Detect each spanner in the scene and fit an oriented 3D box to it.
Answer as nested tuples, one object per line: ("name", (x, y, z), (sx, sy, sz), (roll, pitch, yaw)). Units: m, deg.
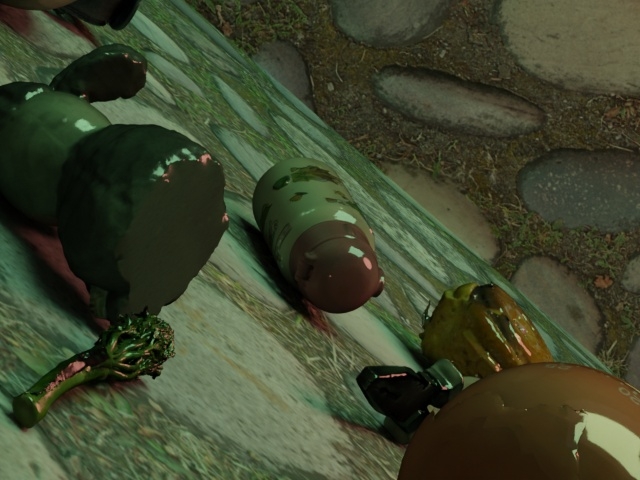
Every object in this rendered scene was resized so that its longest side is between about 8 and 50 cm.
("spanner", (0.118, 0.167, 1.498), (0.040, 0.095, 0.325), (47, 10, 31))

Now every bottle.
("bottle", (0.000, 0.000, 1.717), (0.120, 0.120, 0.253), (37, 11, -27))

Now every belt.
("belt", (-0.358, -0.386, 2.034), (0.267, 0.116, 0.206), (40, 12, 6))

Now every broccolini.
("broccolini", (-0.145, 0.085, 0.978), (0.239, 0.051, 0.054), (-33, 120, -79))

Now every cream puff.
("cream puff", (0.207, 0.140, 1.884), (0.189, 0.129, 0.189), (47, 13, -14))

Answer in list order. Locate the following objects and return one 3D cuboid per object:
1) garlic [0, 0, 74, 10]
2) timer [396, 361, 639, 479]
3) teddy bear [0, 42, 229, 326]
("garlic", (-0.346, -0.432, 1.767), (0.317, 0.259, 0.317), (161, -90, -78))
("timer", (0.175, 0.207, 1.144), (0.229, 0.229, 0.215), (46, 19, 23))
("teddy bear", (-0.171, -0.058, 1.174), (0.251, 0.171, 0.144), (41, -13, 34))
